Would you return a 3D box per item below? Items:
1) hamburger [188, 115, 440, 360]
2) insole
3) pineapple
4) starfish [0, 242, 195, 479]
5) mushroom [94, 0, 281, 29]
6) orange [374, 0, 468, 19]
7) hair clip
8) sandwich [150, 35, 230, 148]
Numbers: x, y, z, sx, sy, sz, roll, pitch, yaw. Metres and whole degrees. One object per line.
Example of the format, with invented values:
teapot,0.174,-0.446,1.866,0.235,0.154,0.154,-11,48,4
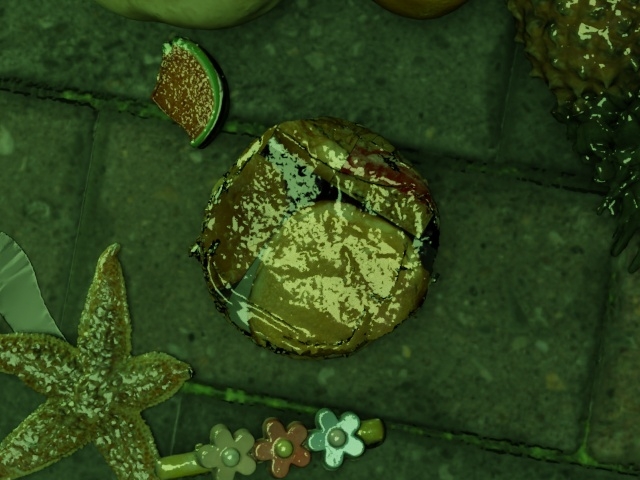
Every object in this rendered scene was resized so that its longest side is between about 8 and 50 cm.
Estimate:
hamburger,0.000,0.000,1.720,0.231,0.107,0.231,0,93,4
insole,-0.279,0.060,1.797,0.053,0.002,0.152,-33,86,4
pineapple,0.261,-0.125,1.678,0.169,0.169,0.340,-12,96,6
starfish,-0.226,0.161,1.769,0.231,0.048,0.295,-12,91,-6
mushroom,-0.122,-0.309,1.659,0.260,0.234,0.254,-41,61,9
orange,0.080,-0.273,1.688,0.136,0.159,0.159,-14,87,-30
hair clip,-0.045,0.189,1.731,0.214,0.056,0.062,-9,93,-1
sandwich,-0.120,-0.142,1.774,0.069,0.026,0.101,-43,82,8
